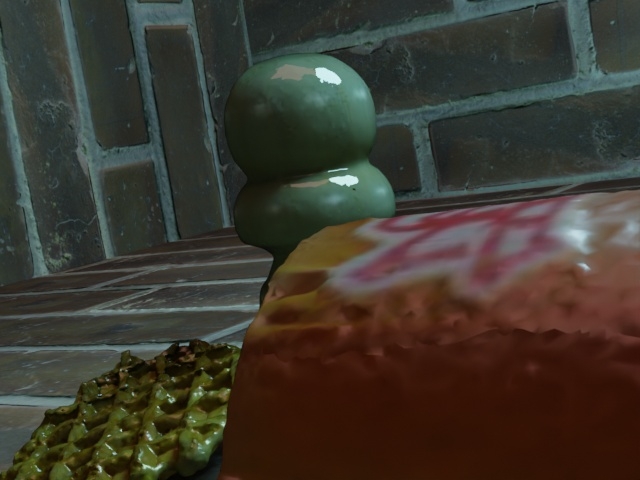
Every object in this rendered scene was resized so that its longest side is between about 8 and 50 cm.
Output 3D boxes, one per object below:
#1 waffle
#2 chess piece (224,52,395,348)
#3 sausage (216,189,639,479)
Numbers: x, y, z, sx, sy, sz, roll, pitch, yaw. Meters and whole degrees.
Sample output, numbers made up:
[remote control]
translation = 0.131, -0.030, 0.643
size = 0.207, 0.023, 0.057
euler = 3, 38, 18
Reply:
[waffle]
translation = -0.145, 0.148, 0.865
size = 0.243, 0.058, 0.238
euler = -9, 20, 49
[chess piece]
translation = 0.000, 0.000, 0.970
size = 0.182, 0.330, 0.182
euler = -9, 5, 1
[sausage]
translation = 0.145, 0.091, 0.377
size = 0.287, 0.233, 0.233
euler = -4, 7, 26
